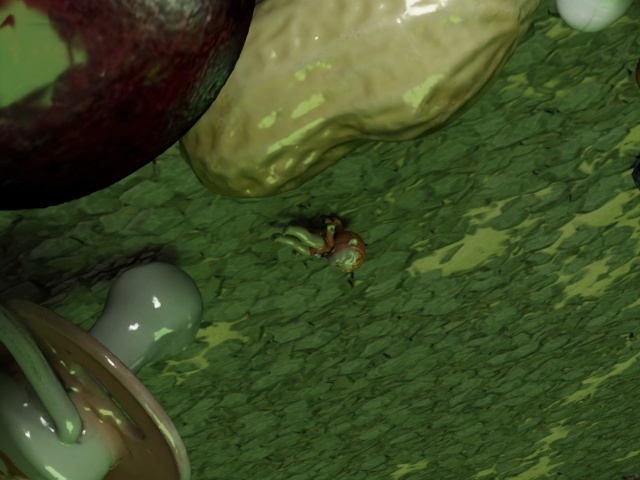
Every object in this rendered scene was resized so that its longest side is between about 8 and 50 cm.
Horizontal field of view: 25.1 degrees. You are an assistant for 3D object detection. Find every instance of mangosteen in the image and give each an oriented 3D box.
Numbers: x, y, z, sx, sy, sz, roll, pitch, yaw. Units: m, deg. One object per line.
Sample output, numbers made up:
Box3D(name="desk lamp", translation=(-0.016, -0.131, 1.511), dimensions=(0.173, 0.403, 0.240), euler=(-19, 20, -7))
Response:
Box3D(name="mangosteen", translation=(-0.160, -0.166, 0.712), dimensions=(0.300, 0.300, 0.300), euler=(-18, 155, -9))

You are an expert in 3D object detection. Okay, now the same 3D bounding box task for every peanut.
Box3D(name="peanut", translation=(0.025, -0.134, 1.078), dimensions=(0.313, 0.152, 0.152), euler=(-26, 155, 14))

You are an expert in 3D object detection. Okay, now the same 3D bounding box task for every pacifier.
Box3D(name="pacifier", translation=(-0.226, 0.136, 1.328), dimensions=(0.273, 0.220, 0.332), euler=(-5, 173, -34))

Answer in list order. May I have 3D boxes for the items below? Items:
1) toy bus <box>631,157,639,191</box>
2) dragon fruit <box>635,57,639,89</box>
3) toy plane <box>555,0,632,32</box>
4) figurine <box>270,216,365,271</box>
Box3D(name="toy bus", translation=(0.430, -0.091, 1.594), dimensions=(0.166, 0.047, 0.065), euler=(-15, 150, -17))
Box3D(name="dragon fruit", translation=(0.381, -0.192, 1.166), dimensions=(0.243, 0.228, 0.307), euler=(-4, 140, -7))
Box3D(name="toy plane", translation=(0.203, -0.234, 1.019), dimensions=(0.080, 0.174, 0.174), euler=(10, 149, -6))
Box3D(name="figurine", translation=(0.000, 0.000, 1.438), dimensions=(0.109, 0.047, 0.064), euler=(16, 144, -40))
